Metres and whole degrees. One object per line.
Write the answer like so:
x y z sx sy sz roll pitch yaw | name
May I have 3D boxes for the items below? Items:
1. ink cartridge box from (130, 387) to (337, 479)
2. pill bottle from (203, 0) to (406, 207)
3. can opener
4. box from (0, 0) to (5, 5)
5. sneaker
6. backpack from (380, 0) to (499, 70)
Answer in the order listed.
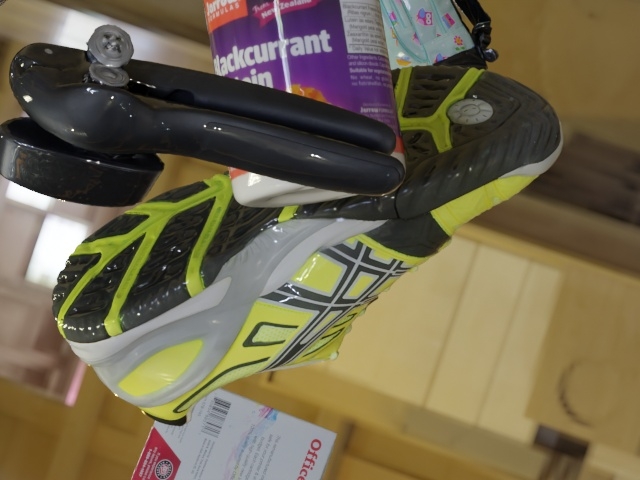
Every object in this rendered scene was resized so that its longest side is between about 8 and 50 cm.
-0.088 0.230 1.794 0.176 0.128 0.127 22 164 2 | ink cartridge box
-0.014 -0.123 1.093 0.108 0.193 0.108 -9 175 -1 | pill bottle
-0.050 -0.053 0.797 0.186 0.073 0.059 5 -132 -20 | can opener
-0.314 -0.223 1.259 0.203 0.167 0.168 50 137 -13 | box
0.000 0.000 1.304 0.145 0.385 0.147 -112 -4 -50 | sneaker
0.073 -0.224 1.767 0.115 0.182 0.152 -28 -176 -38 | backpack
